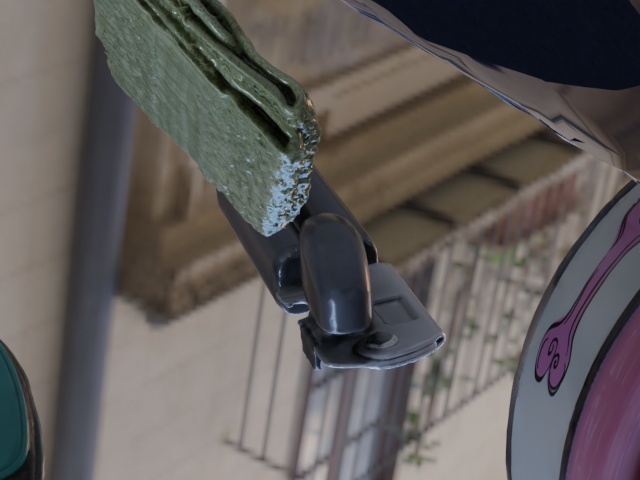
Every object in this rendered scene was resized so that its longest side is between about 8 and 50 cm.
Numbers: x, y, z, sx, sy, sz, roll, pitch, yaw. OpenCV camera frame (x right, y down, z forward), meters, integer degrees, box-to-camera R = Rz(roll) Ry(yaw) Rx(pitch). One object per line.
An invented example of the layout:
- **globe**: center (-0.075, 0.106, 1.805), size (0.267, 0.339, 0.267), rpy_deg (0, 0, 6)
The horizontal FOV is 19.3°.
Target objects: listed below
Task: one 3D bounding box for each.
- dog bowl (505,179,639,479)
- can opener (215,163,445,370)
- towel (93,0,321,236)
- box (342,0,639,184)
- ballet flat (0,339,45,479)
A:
- **dog bowl**: center (0.296, 0.126, 0.916), size (0.408, 0.408, 0.150), rpy_deg (10, -167, 3)
- **can opener**: center (0.000, 0.000, 1.151), size (0.074, 0.093, 0.280), rpy_deg (-11, -156, -13)
- **towel**: center (-0.041, -0.057, 0.692), size (0.027, 0.148, 0.110), rpy_deg (-41, -99, -12)
- **box**: center (0.192, -0.259, 0.201), size (0.297, 0.480, 0.472), rpy_deg (36, -103, 26)
- **ballet flat**: center (-0.140, 0.122, 0.764), size (0.072, 0.068, 0.213), rpy_deg (-11, -136, -16)
